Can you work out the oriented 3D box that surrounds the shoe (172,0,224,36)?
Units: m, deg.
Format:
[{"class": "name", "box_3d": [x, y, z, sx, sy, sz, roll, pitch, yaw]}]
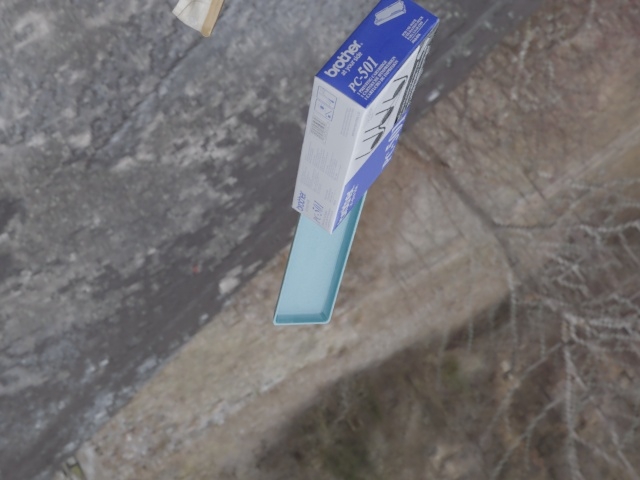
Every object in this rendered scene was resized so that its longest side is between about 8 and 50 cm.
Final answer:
[{"class": "shoe", "box_3d": [-0.122, -0.368, 1.259, 0.219, 0.058, 0.076, -62, -175, 18]}]

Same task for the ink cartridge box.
[{"class": "ink cartridge box", "box_3d": [0.030, -0.092, 0.771, 0.097, 0.046, 0.207, -51, 171, -23]}]

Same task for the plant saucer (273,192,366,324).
[{"class": "plant saucer", "box_3d": [0.000, 0.000, 0.993, 0.067, 0.018, 0.192, 1, 118, -28]}]
